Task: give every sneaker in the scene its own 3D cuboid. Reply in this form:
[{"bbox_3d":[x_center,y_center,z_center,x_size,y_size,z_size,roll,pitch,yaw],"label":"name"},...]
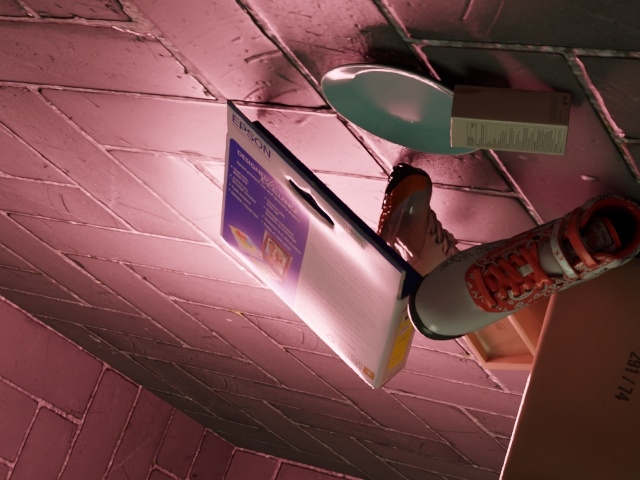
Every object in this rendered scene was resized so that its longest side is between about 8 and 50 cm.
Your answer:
[{"bbox_3d":[0.231,0.023,1.525,0.270,0.090,0.145,-19,169,-22],"label":"sneaker"},{"bbox_3d":[0.127,-0.003,1.713,0.121,0.099,0.262,12,151,2],"label":"sneaker"}]

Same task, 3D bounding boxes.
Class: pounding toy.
[{"bbox_3d":[0.217,0.067,1.861,0.181,0.094,0.206,-5,125,54],"label":"pounding toy"}]

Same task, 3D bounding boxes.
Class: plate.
[{"bbox_3d":[0.091,-0.145,1.474,0.188,0.024,0.188,19,162,6],"label":"plate"}]

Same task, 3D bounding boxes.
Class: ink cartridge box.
[{"bbox_3d":[0.000,0.000,1.692,0.303,0.072,0.307,45,153,19],"label":"ink cartridge box"}]

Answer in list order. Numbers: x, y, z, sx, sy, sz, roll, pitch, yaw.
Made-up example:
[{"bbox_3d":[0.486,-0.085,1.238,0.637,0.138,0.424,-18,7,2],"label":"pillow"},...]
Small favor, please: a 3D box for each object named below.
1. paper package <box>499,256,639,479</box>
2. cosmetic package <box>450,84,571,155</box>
[{"bbox_3d":[0.405,0.196,1.640,0.309,0.325,0.168,9,159,30],"label":"paper package"},{"bbox_3d":[0.187,-0.119,1.373,0.115,0.041,0.060,6,154,7],"label":"cosmetic package"}]
